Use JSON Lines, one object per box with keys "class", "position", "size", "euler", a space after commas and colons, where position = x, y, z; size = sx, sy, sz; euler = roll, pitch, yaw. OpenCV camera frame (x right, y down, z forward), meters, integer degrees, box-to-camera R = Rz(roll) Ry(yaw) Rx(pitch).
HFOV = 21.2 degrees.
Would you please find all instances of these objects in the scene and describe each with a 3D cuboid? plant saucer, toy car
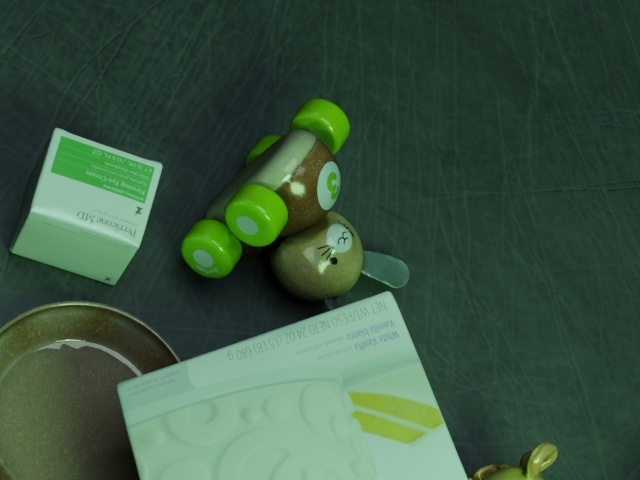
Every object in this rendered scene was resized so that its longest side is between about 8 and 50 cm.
{"class": "plant saucer", "position": [-0.203, 0.149, 1.443], "size": [0.198, 0.036, 0.198], "euler": [7, 65, -16]}
{"class": "toy car", "position": [0.000, 0.000, 1.534], "size": [0.188, 0.149, 0.155], "euler": [43, 49, -11]}

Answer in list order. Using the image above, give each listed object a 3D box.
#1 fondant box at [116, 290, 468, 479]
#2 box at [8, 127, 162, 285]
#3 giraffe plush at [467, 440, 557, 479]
{"class": "fondant box", "position": [0.000, 0.224, 1.311], "size": [0.238, 0.096, 0.330], "euler": [-19, 55, -3]}
{"class": "box", "position": [-0.204, -0.028, 1.484], "size": [0.101, 0.102, 0.087], "euler": [19, 64, -13]}
{"class": "giraffe plush", "position": [0.154, 0.270, 1.452], "size": [0.210, 0.181, 0.170], "euler": [56, 48, -10]}
